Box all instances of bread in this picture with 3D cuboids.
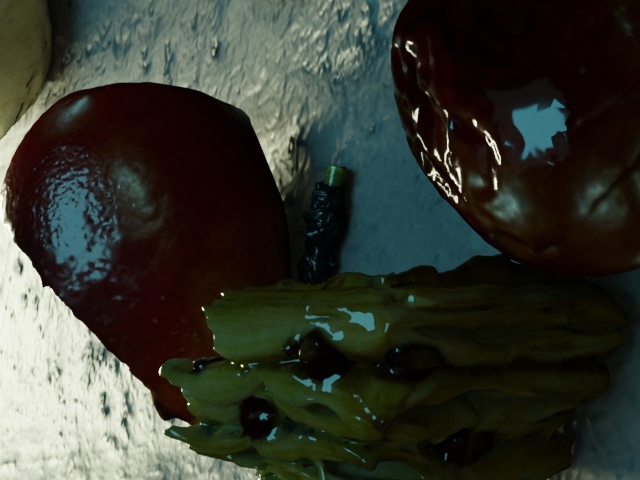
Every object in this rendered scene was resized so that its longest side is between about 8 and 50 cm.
[{"bbox_3d":[0.030,0.120,1.321,0.370,0.314,0.191,-9,87,47],"label":"bread"}]

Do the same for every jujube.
[{"bbox_3d":[0.172,-0.105,1.236,0.318,0.223,0.223,49,123,56],"label":"jujube"}]

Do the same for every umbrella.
[{"bbox_3d":[0.000,0.000,1.583,0.037,0.040,0.144,21,100,61],"label":"umbrella"}]

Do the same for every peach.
[{"bbox_3d":[-0.161,0.022,1.619,0.281,0.281,0.338,-12,81,52],"label":"peach"}]

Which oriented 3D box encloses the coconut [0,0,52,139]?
[{"bbox_3d":[-0.493,-0.254,2.056,0.352,0.353,0.352,-10,77,52],"label":"coconut"}]
